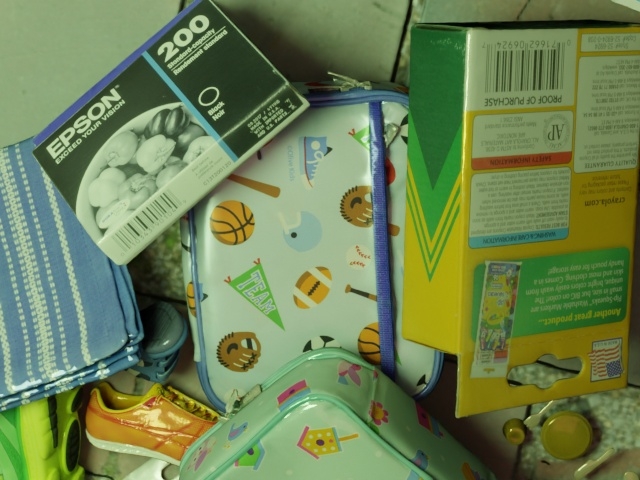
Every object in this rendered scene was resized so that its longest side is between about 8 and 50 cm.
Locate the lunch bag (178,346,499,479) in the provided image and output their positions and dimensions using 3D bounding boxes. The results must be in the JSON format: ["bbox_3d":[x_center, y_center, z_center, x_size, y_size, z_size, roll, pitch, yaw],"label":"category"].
[{"bbox_3d":[0.016,0.235,1.553,0.279,0.108,0.224,41,115,-18],"label":"lunch bag"}]

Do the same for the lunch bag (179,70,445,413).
[{"bbox_3d":[0.000,0.000,1.589,0.243,0.115,0.303,-3,101,-1],"label":"lunch bag"}]

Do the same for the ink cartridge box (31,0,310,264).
[{"bbox_3d":[-0.141,-0.108,1.521,0.206,0.208,0.045,-41,135,0],"label":"ink cartridge box"}]

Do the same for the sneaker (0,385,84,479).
[{"bbox_3d":[-0.287,0.212,1.648,0.123,0.109,0.295,11,103,22],"label":"sneaker"}]

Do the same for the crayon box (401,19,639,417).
[{"bbox_3d":[0.173,-0.025,1.545,0.203,0.083,0.323,-6,102,-35],"label":"crayon box"}]

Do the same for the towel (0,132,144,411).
[{"bbox_3d":[-0.333,0.047,1.580,0.336,0.040,0.243,-20,66,4],"label":"towel"}]

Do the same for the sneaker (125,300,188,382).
[{"bbox_3d":[-0.145,0.093,1.602,0.059,0.144,0.053,42,68,-15],"label":"sneaker"}]

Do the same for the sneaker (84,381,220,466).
[{"bbox_3d":[-0.131,0.166,1.635,0.175,0.064,0.067,8,103,8],"label":"sneaker"}]

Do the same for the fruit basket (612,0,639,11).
[{"bbox_3d":[0.457,-0.303,1.495,0.327,0.165,0.353,22,99,-3],"label":"fruit basket"}]

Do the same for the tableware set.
[{"bbox_3d":[0.230,0.220,1.670,0.104,0.024,0.154,-40,98,11],"label":"tableware set"}]

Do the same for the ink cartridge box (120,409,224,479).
[{"bbox_3d":[-0.083,0.261,1.682,0.145,0.045,0.179,-37,79,8],"label":"ink cartridge box"}]
